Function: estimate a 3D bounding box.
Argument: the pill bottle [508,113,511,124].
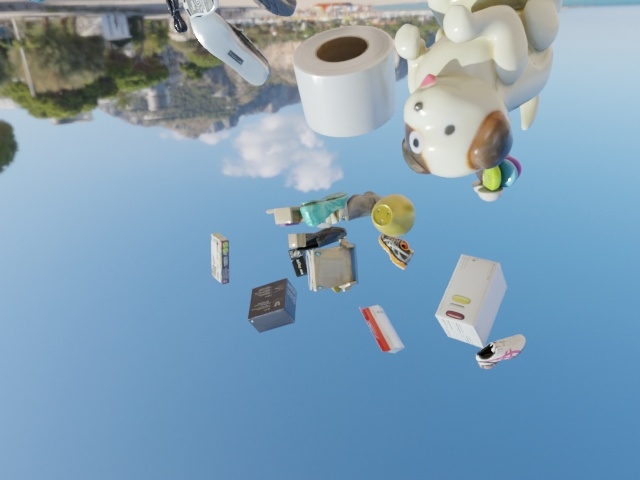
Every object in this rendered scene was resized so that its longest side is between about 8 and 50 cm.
[{"bbox_3d":[0.424,-0.298,1.167,0.066,0.067,0.120,-6,-164,-9],"label":"pill bottle"}]

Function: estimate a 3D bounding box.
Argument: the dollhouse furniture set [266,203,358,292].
[{"bbox_3d":[-0.048,0.040,1.509,0.198,0.304,0.286,-3,-176,44],"label":"dollhouse furniture set"}]

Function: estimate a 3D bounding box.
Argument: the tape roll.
[{"bbox_3d":[0.064,-0.398,1.156,0.245,0.169,0.246,-7,-132,8],"label":"tape roll"}]

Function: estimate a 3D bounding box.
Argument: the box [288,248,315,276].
[{"bbox_3d":[-0.081,0.093,2.407,0.077,0.148,0.180,-16,-175,21],"label":"box"}]

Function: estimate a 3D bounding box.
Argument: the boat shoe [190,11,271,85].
[{"bbox_3d":[-0.287,-0.654,1.540,0.306,0.113,0.105,35,-142,-18],"label":"boat shoe"}]

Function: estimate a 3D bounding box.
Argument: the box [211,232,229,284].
[{"bbox_3d":[-0.451,0.081,2.089,0.036,0.207,0.114,-12,-154,-35],"label":"box"}]

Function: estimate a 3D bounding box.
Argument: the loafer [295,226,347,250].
[{"bbox_3d":[0.000,0.000,1.884,0.223,0.076,0.078,-12,-138,5],"label":"loafer"}]

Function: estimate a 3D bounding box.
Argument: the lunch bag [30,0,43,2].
[{"bbox_3d":[-0.704,-0.738,1.167,0.279,0.108,0.224,-37,-173,1],"label":"lunch bag"}]

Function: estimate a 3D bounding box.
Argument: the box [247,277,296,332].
[{"bbox_3d":[-0.180,0.245,1.760,0.155,0.093,0.158,-19,-141,17],"label":"box"}]

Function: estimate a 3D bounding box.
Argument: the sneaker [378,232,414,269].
[{"bbox_3d":[0.303,0.024,1.838,0.084,0.083,0.215,24,-157,-34],"label":"sneaker"}]

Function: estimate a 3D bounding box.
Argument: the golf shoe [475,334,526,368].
[{"bbox_3d":[0.632,0.382,1.624,0.186,0.086,0.068,-32,-137,5],"label":"golf shoe"}]

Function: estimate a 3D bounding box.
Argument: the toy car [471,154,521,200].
[{"bbox_3d":[0.546,-0.216,1.437,0.136,0.159,0.182,-5,-159,7],"label":"toy car"}]

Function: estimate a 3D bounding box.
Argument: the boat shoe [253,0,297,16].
[{"bbox_3d":[-0.214,-0.881,1.504,0.355,0.130,0.132,33,174,-18],"label":"boat shoe"}]

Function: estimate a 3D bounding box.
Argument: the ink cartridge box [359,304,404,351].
[{"bbox_3d":[0.238,0.335,1.781,0.066,0.232,0.189,-30,-112,5],"label":"ink cartridge box"}]

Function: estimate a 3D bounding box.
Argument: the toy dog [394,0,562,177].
[{"bbox_3d":[0.307,-0.317,0.970,0.284,0.395,0.408,11,-120,40],"label":"toy dog"}]

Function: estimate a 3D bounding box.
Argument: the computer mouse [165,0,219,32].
[{"bbox_3d":[-0.306,-0.579,1.139,0.192,0.106,0.042,8,-146,37],"label":"computer mouse"}]

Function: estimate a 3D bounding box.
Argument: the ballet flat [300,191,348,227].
[{"bbox_3d":[0.017,-0.082,1.311,0.083,0.087,0.247,-9,-172,27],"label":"ballet flat"}]

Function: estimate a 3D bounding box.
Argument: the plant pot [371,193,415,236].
[{"bbox_3d":[0.208,-0.076,1.409,0.134,0.134,0.095,15,-170,30],"label":"plant pot"}]

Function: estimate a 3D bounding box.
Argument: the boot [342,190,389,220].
[{"bbox_3d":[0.199,-0.114,1.706,0.161,0.084,0.246,24,-147,28],"label":"boot"}]

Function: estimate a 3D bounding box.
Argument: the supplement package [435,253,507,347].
[{"bbox_3d":[0.559,0.222,1.705,0.145,0.204,0.262,14,-114,37],"label":"supplement package"}]
